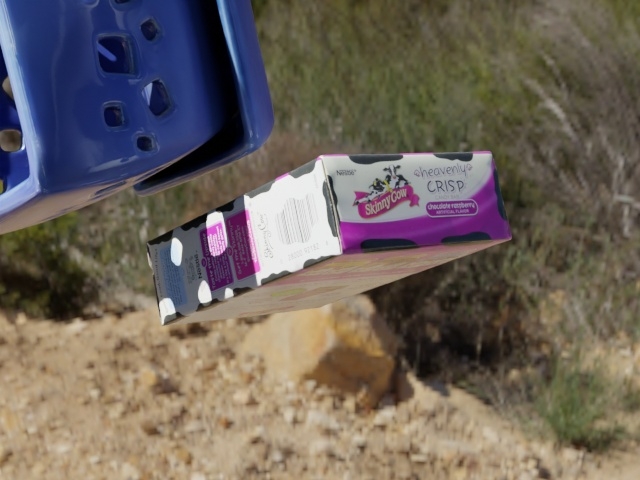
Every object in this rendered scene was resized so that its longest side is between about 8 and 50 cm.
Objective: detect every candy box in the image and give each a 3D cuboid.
[{"bbox_3d":[0.000,0.000,1.005,0.159,0.233,0.071,-4,78,-39],"label":"candy box"}]

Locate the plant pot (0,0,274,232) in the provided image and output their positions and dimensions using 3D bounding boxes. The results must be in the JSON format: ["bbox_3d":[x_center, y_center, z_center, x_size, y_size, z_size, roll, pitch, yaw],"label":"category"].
[{"bbox_3d":[-0.176,-0.137,1.015,0.212,0.236,0.236,-11,87,-33],"label":"plant pot"}]
